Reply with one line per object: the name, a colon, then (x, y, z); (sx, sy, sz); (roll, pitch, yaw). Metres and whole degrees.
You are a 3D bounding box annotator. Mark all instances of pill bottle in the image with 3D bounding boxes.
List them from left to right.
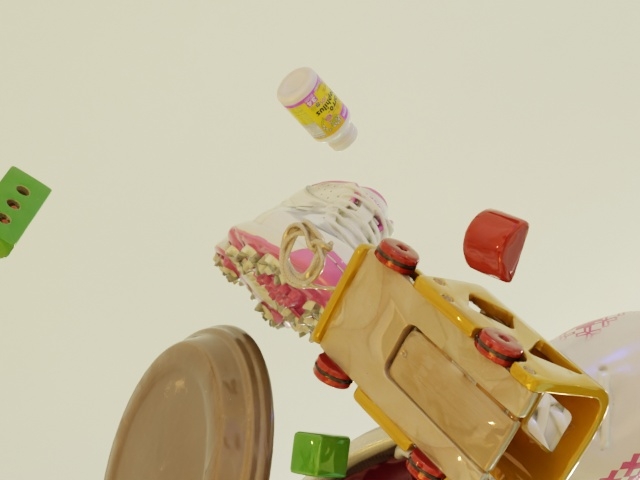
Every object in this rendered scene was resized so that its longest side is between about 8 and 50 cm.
pill bottle: (-0.001, -0.120, 1.405); (0.043, 0.043, 0.083); (-34, -53, 15)

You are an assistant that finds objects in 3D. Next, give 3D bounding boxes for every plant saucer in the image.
plant saucer: (-0.122, 0.202, 1.279); (0.041, 0.278, 0.278); (17, -48, -28)

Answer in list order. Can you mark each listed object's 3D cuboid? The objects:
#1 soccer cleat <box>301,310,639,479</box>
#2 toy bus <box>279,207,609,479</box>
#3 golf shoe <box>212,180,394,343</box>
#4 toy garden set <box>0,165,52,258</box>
soccer cleat: (0.120, 0.145, 1.006); (0.331, 0.116, 0.143); (-29, -16, -3)
toy bus: (0.079, 0.074, 0.927); (0.104, 0.202, 0.191); (11, -21, -44)
golf shoe: (0.000, 0.000, 1.188); (0.140, 0.115, 0.306); (-40, 10, -8)
toy garden set: (-0.375, -0.046, 1.292); (0.244, 0.204, 0.049); (32, -60, -8)
